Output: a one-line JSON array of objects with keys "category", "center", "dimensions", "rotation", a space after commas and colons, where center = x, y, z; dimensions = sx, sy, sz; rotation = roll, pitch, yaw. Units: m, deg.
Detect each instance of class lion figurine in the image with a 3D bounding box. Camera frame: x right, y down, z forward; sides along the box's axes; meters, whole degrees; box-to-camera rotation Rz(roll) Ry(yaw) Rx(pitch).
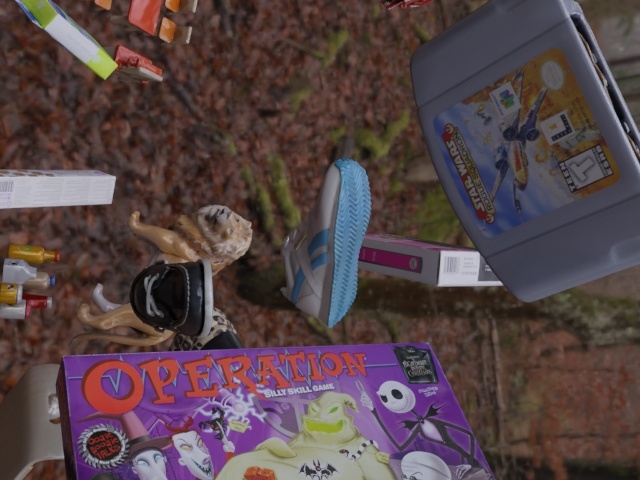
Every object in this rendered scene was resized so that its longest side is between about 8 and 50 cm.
[{"category": "lion figurine", "center": [-0.311, 0.082, 1.587], "dimensions": [0.392, 0.240, 0.142], "rotation": [-65, -172, -17]}]

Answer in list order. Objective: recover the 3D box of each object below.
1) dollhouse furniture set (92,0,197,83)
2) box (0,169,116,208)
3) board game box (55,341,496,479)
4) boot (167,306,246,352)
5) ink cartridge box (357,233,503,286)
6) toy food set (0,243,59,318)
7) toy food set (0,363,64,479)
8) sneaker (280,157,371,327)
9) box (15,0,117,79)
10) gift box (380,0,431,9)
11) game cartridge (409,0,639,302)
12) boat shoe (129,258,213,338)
[{"category": "dollhouse furniture set", "center": [-0.382, -0.473, 1.696], "dimensions": [0.262, 0.135, 0.259], "rotation": [18, 81, -57]}, {"category": "box", "center": [-0.550, -0.106, 1.595], "dimensions": [0.324, 0.063, 0.067], "rotation": [-10, 116, -61]}, {"category": "board game box", "center": [-0.024, 0.180, 0.643], "dimensions": [0.208, 0.347, 0.056], "rotation": [63, -38, 43]}, {"category": "boot", "center": [-0.152, 0.317, 1.325], "dimensions": [0.284, 0.138, 0.377], "rotation": [46, -42, 29]}, {"category": "ink cartridge box", "center": [0.141, 0.027, 1.423], "dimensions": [0.176, 0.371, 0.069], "rotation": [2, 93, -38]}, {"category": "toy food set", "center": [-0.592, 0.090, 1.617], "dimensions": [0.232, 0.105, 0.111], "rotation": [-133, -130, -65]}, {"category": "toy food set", "center": [-0.571, 0.409, 1.507], "dimensions": [0.092, 0.306, 0.219], "rotation": [26, 27, -36]}, {"category": "sneaker", "center": [0.000, 0.000, 0.978], "dimensions": [0.087, 0.092, 0.228], "rotation": [-35, 142, -49]}, {"category": "box", "center": [-0.443, -0.364, 1.380], "dimensions": [0.109, 0.042, 0.178], "rotation": [47, 3, 34]}, {"category": "gift box", "center": [0.194, -0.533, 1.317], "dimensions": [0.276, 0.255, 0.258], "rotation": [-94, 165, -59]}, {"category": "game cartridge", "center": [0.210, -0.095, 0.797], "dimensions": [0.062, 0.198, 0.297], "rotation": [-16, 81, -54]}, {"category": "boat shoe", "center": [-0.216, 0.083, 1.127], "dimensions": [0.302, 0.091, 0.114], "rotation": [154, -62, -69]}]
